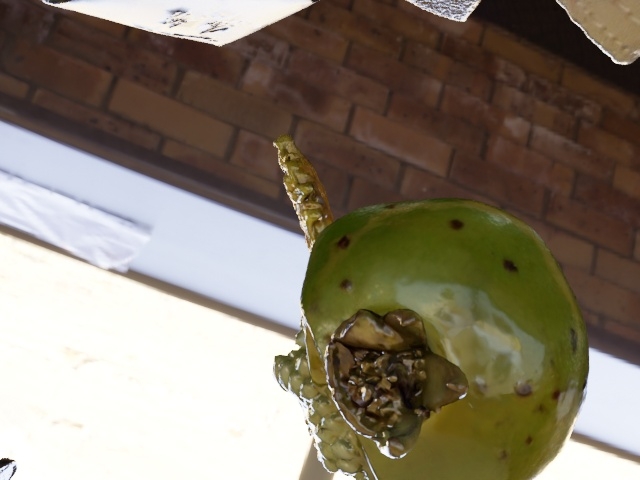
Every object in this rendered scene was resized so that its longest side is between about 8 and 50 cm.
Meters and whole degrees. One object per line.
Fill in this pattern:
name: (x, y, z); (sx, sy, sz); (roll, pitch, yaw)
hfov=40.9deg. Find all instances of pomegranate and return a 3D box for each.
pomegranate: (0.082, 0.091, 0.665); (0.260, 0.261, 0.340); (13, -178, 10)

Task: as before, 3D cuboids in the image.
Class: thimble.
thimble: (0.217, -0.195, 0.610); (0.115, 0.102, 0.090); (41, 122, -11)

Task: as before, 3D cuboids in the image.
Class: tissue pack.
tissue pack: (-0.211, -0.465, 1.291); (0.264, 0.253, 0.416); (-12, 176, 31)

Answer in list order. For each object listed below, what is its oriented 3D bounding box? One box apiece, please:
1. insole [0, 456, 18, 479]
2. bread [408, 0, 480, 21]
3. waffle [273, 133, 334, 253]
insole: (-0.434, 0.342, 0.881); (0.012, 0.309, 0.110); (37, 147, 12)
bread: (0.205, -0.471, 1.384); (0.184, 0.111, 0.234); (16, 163, -8)
waffle: (0.002, -0.001, 1.098); (0.052, 0.254, 0.245); (-19, 132, 0)
